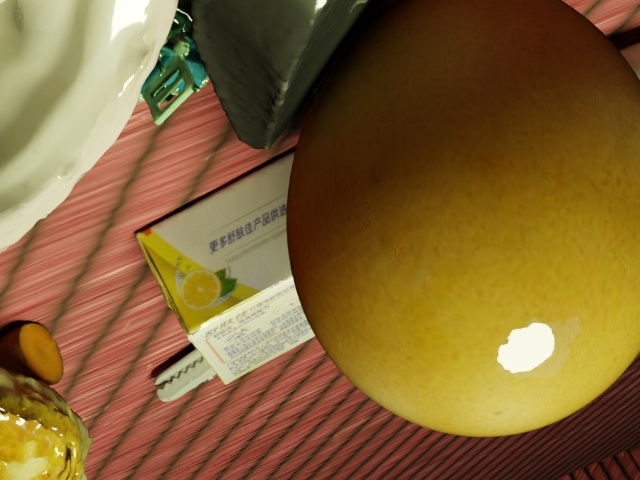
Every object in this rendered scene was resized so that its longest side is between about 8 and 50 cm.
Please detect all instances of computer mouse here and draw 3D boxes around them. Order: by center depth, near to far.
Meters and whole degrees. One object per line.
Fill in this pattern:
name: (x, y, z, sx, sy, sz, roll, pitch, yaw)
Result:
computer mouse: (-0.009, -0.155, 0.682, 0.168, 0.087, 0.295, -56, 178, -15)

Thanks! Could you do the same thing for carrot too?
carrot: (-0.319, 0.140, 1.038, 0.224, 0.057, 0.057, -27, 159, 8)

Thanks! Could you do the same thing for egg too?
egg: (0.104, -0.030, 0.832, 0.250, 0.322, 0.250, 5, 147, 3)

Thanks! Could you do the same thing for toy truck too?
toy truck: (-0.117, -0.103, 0.701, 0.080, 0.078, 0.154, -43, 155, 27)

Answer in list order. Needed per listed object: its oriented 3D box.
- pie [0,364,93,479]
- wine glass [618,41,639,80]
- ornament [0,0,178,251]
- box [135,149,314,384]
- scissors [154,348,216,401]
pie: (-0.338, 0.189, 0.987, 0.315, 0.092, 0.315, -11, 139, -9)
wine glass: (0.305, -0.125, 1.128, 0.204, 0.111, 0.111, -19, 156, -30)
ornament: (-0.173, -0.110, 0.402, 0.259, 0.225, 0.259, -48, 159, -25)
box: (0.000, 0.000, 1.048, 0.265, 0.097, 0.168, -29, 159, -2)
scissors: (-0.062, 0.083, 1.247, 0.242, 0.030, 0.118, -33, 157, 4)
